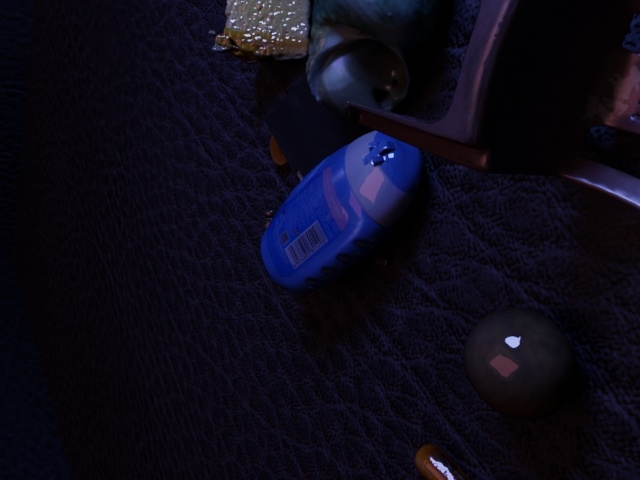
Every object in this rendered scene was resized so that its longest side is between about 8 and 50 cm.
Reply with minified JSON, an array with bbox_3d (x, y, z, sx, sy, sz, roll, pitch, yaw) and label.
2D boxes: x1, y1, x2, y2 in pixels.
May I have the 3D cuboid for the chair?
[{"bbox_3d":[0.195,-0.116,0.479,0.326,0.183,0.175,38,123,49],"label":"chair"}]

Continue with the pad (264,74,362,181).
[{"bbox_3d":[-0.015,-0.153,0.875,0.116,0.004,0.193,60,151,-1],"label":"pad"}]

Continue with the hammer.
[{"bbox_3d":[0.000,0.000,0.907,0.292,0.029,0.058,16,107,52],"label":"hammer"}]

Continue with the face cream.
[{"bbox_3d":[0.026,-0.040,0.796,0.264,0.083,0.149,-40,52,40],"label":"face cream"}]

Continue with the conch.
[{"bbox_3d":[0.060,-0.242,0.720,0.175,0.122,0.188,55,142,-2],"label":"conch"}]

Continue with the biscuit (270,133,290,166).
[{"bbox_3d":[-0.055,-0.161,0.980,0.078,0.015,0.091,50,131,43],"label":"biscuit"}]

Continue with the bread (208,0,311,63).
[{"bbox_3d":[-0.072,-0.336,0.956,0.152,0.127,0.147,11,101,21],"label":"bread"}]

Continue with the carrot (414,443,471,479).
[{"bbox_3d":[0.167,0.288,0.672,0.190,0.037,0.037,43,126,44],"label":"carrot"}]

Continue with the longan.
[{"bbox_3d":[0.184,0.116,0.592,0.106,0.106,0.119,52,174,40],"label":"longan"}]
